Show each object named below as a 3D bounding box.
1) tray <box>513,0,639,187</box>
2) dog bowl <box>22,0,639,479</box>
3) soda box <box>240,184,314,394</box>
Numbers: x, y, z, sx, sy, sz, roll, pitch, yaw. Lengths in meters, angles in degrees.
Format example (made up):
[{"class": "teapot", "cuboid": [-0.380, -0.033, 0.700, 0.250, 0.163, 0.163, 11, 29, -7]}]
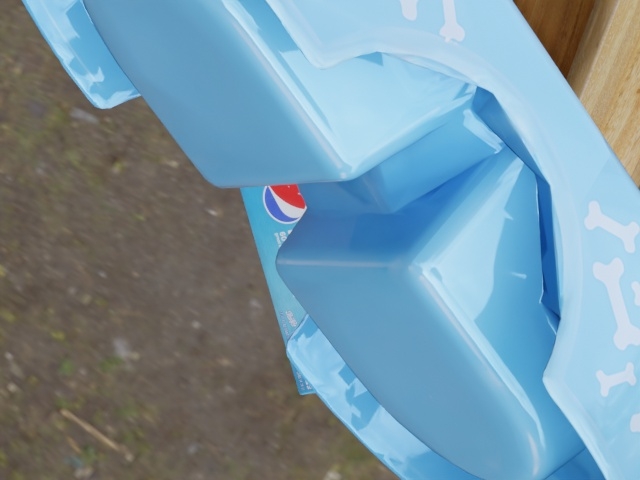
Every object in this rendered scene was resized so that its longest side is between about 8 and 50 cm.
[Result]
[{"class": "tray", "cuboid": [0.116, -0.196, 0.814, 0.076, 0.203, 0.411, -18, 151, -19]}, {"class": "dog bowl", "cuboid": [0.017, -0.025, 0.570, 0.074, 0.166, 0.297, -44, 108, -20]}, {"class": "soda box", "cuboid": [0.000, 0.000, 1.307, 0.067, 0.071, 0.210, -29, 105, -60]}]
